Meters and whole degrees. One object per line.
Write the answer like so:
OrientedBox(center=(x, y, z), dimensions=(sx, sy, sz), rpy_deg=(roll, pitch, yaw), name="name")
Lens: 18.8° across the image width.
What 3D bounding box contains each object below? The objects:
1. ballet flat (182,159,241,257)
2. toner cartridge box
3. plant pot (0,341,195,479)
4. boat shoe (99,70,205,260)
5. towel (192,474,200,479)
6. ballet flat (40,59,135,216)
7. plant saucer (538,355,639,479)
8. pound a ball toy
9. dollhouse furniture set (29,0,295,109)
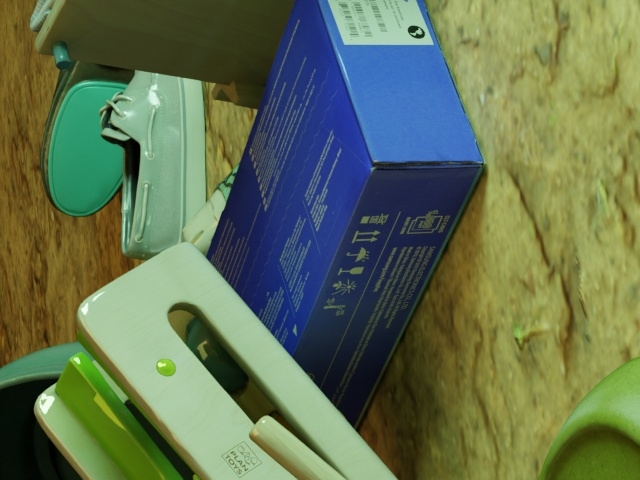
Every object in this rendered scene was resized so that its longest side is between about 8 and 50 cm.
OrientedBox(center=(-0.080, 0.016, 1.504), dimensions=(0.070, 0.070, 0.188), rpy_deg=(-121, 34, -53), name="ballet flat")
OrientedBox(center=(0.000, 0.000, 1.265), dimensions=(0.348, 0.075, 0.165), rpy_deg=(113, 149, -49), name="toner cartridge box")
OrientedBox(center=(-0.164, 0.198, 1.497), dimensions=(0.196, 0.293, 0.293), rpy_deg=(-75, -9, -70), name="plant pot")
OrientedBox(center=(-0.146, -0.093, 1.646), dimensions=(0.079, 0.081, 0.227), rpy_deg=(166, 100, -70), name="boat shoe")
OrientedBox(center=(-0.025, 0.231, 1.269), dimensions=(0.237, 0.102, 0.021), rpy_deg=(-107, 17, -57), name="towel")
OrientedBox(center=(-0.195, -0.161, 1.780), dimensions=(0.096, 0.095, 0.280), rpy_deg=(-115, 38, -66), name="ballet flat")
OrientedBox(center=(0.154, 0.175, 0.918), dimensions=(0.241, 0.037, 0.241), rpy_deg=(177, 90, -70), name="plant saucer")
OrientedBox(center=(-0.006, 0.137, 1.136), dimensions=(0.319, 0.136, 0.208), rpy_deg=(47, 142, 14), name="pound a ball toy")
OrientedBox(center=(-0.112, -0.248, 1.238), dimensions=(0.303, 0.286, 0.198), rpy_deg=(-55, 40, 41), name="dollhouse furniture set")
